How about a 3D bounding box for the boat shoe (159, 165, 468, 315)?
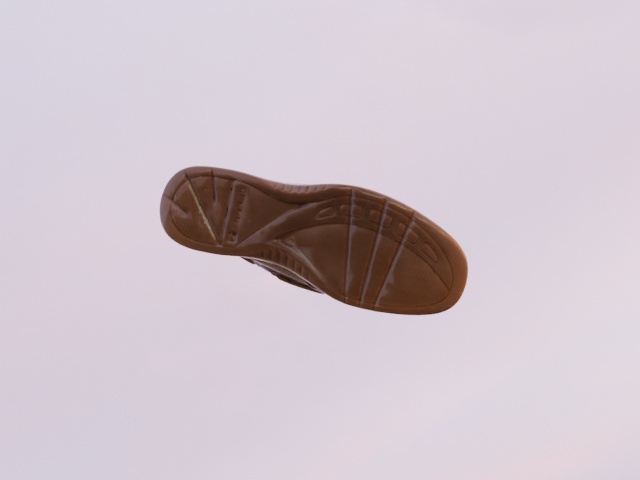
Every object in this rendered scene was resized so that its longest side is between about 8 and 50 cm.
[{"bbox_3d":[0.000,0.000,1.610,0.342,0.123,0.123,13,-2,15],"label":"boat shoe"}]
